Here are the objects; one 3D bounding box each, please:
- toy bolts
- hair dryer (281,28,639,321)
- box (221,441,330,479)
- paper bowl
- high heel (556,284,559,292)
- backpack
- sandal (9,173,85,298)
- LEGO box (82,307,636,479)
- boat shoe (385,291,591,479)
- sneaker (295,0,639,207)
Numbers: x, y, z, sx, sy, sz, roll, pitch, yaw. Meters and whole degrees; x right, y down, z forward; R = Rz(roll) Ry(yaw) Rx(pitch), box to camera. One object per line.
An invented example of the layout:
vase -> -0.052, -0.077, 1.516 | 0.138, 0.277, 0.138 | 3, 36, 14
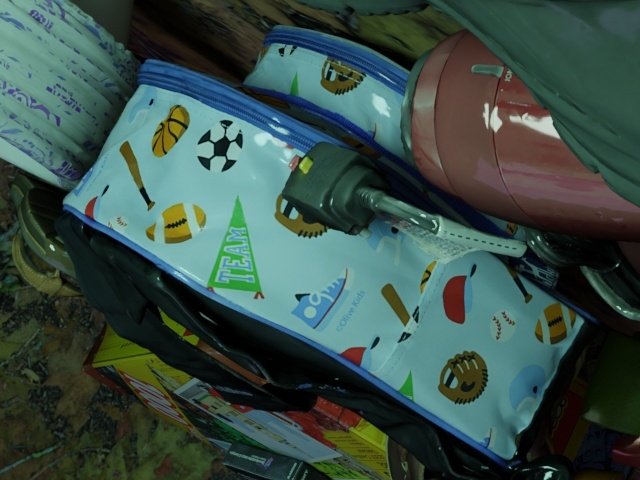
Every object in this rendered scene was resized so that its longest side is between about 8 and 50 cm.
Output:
toy bolts -> 0.275, 0.171, 1.035 | 0.158, 0.218, 0.228 | 21, -171, 24
hair dryer -> 0.130, -0.025, 0.586 | 0.223, 0.080, 0.293 | 15, 172, -19
box -> -0.005, 0.250, 1.419 | 0.162, 0.029, 0.116 | 37, 161, -34
paper bowl -> -0.233, -0.158, 0.923 | 0.284, 0.148, 0.284 | 31, 174, 4
high heel -> -0.011, -0.037, 1.016 | 0.377, 0.127, 0.181 | 21, 174, -4
backpack -> 0.000, 0.000, 0.809 | 0.263, 0.213, 0.276 | 25, 174, -34
sandal -> -0.172, 0.003, 0.951 | 0.090, 0.060, 0.219 | 26, -178, -24
LEGO box -> 0.022, 0.125, 1.394 | 0.372, 0.193, 0.500 | 32, 163, -14
boat shoe -> 0.104, 0.161, 1.005 | 0.123, 0.123, 0.342 | 15, 147, 1
sneaker -> 0.052, -0.091, 0.330 | 0.286, 0.109, 0.130 | 25, 166, 31
